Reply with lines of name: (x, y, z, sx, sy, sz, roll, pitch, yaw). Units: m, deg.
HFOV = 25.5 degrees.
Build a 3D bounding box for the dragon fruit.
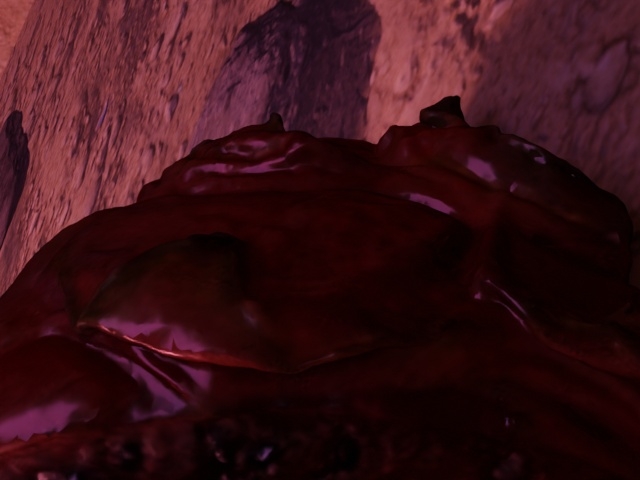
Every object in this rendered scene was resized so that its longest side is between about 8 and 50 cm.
dragon fruit: (0.004, -0.006, 0.671, 0.228, 0.286, 0.329, -51, 21, 44)
